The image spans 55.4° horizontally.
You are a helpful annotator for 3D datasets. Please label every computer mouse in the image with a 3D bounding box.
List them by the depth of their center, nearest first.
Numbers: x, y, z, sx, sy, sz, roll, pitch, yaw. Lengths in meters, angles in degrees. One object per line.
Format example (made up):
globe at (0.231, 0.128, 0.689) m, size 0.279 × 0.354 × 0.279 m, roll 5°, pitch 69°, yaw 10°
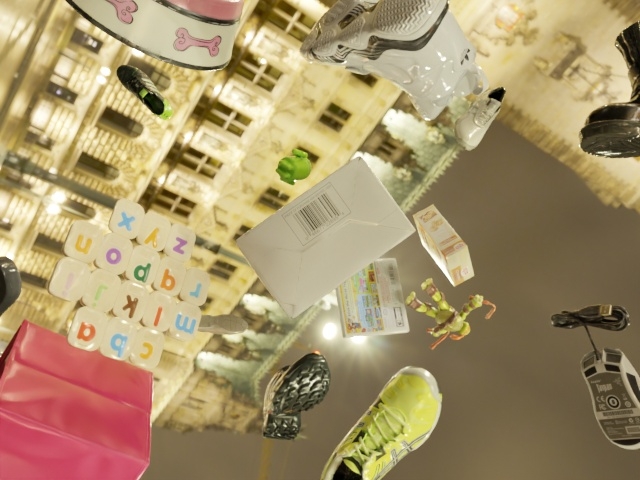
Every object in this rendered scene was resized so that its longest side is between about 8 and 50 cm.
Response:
computer mouse at (0.389, 0.180, 0.819) m, size 0.106 × 0.042 × 0.192 m, roll -26°, pitch -104°, yaw 49°

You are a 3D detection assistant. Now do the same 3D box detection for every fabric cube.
fabric cube at (-0.469, 0.341, 1.049) m, size 0.254 × 0.258 × 0.259 m, roll -54°, pitch -155°, yaw 13°

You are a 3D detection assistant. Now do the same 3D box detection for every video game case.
video game case at (0.144, 0.164, 1.770) m, size 0.026 × 0.207 × 0.226 m, roll 136°, pitch -51°, yaw -61°

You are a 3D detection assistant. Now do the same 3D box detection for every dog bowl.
dog bowl at (-0.341, -0.543, 1.284) m, size 0.150 × 0.408 × 0.408 m, roll -53°, pitch -152°, yaw 29°

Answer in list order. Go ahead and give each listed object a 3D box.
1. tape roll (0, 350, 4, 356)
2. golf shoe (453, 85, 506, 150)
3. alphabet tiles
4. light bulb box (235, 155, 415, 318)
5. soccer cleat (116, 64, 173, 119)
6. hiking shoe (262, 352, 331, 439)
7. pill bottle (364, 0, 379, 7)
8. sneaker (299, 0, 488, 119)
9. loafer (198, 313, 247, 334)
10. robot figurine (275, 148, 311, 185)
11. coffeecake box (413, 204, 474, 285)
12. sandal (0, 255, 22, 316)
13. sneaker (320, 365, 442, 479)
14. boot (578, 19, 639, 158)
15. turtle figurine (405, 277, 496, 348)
tape roll at (-0.688, 0.250, 1.210) m, size 0.219 × 0.219 × 0.072 m, roll -10°, pitch -119°, yaw 59°
golf shoe at (0.348, -0.273, 1.320) m, size 0.176 × 0.069 × 0.086 m, roll -59°, pitch -172°, yaw -31°
alphabet tiles at (-0.333, 0.077, 1.097) m, size 0.021 × 0.284 × 0.277 m, roll -14°, pitch -123°, yaw 46°
light bulb box at (0.000, 0.000, 1.533) m, size 0.358 × 0.225 × 0.361 m, roll -35°, pitch 180°, yaw -6°
soccer cleat at (-0.434, -0.368, 1.494) m, size 0.060 × 0.179 × 0.072 m, roll -46°, pitch 180°, yaw 4°
hiking shoe at (-0.069, 0.320, 1.343) m, size 0.132 × 0.113 × 0.304 m, roll -101°, pitch -151°, yaw -42°
pill bottle at (0.146, -0.621, 1.432) m, size 0.176 × 0.176 × 0.318 m, roll -63°, pitch 167°, yaw 3°
sneaker at (0.118, -0.311, 1.048) m, size 0.137 × 0.210 × 0.366 m, roll -57°, pitch -149°, yaw -12°
loafer at (-0.232, 0.196, 1.403) m, size 0.039 × 0.125 × 0.045 m, roll 113°, pitch -19°, yaw -54°
robot figurine at (-0.070, -0.195, 1.648) m, size 0.067 × 0.115 × 0.101 m, roll 36°, pitch -63°, yaw 25°
coffeecake box at (0.344, 0.013, 1.704) m, size 0.068 × 0.142 × 0.185 m, roll -29°, pitch -133°, yaw -1°
sandal at (-0.533, 0.111, 0.921) m, size 0.097 × 0.054 × 0.254 m, roll 52°, pitch -59°, yaw 17°
sneaker at (0.132, 0.442, 1.326) m, size 0.384 × 0.145 × 0.147 m, roll -60°, pitch 161°, yaw 19°
boot at (0.604, -0.293, 1.141) m, size 0.131 × 0.348 × 0.260 m, roll -23°, pitch -106°, yaw 62°
turtle figurine at (0.358, 0.224, 1.789) m, size 0.269 × 0.217 × 0.087 m, roll -44°, pitch -167°, yaw 40°
